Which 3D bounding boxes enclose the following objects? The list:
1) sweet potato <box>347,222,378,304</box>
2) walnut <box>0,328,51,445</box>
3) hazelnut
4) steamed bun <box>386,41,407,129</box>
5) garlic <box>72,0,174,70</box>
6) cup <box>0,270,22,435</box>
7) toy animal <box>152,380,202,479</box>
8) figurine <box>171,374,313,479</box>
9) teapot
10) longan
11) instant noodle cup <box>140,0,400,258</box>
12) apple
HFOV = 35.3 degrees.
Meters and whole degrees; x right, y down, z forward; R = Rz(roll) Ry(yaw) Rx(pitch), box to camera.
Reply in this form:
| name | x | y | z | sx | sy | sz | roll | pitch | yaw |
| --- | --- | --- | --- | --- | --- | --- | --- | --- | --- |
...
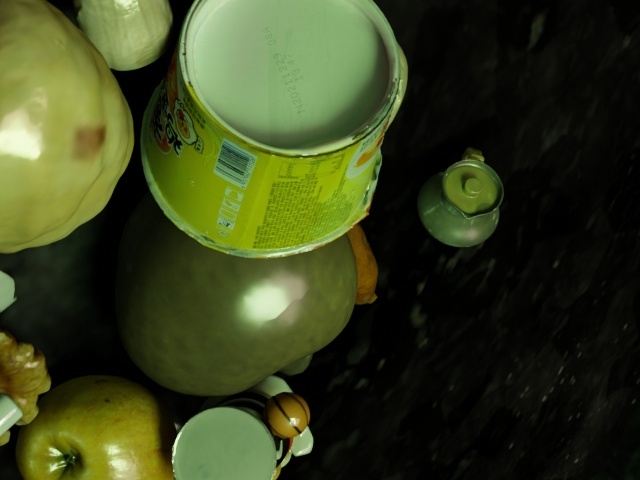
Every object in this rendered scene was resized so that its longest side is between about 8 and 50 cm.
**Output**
| name | x | y | z | sx | sy | sz | roll | pitch | yaw |
| --- | --- | --- | --- | --- | --- | --- | --- | --- | --- |
| sweet potato | 0.004 | 0.003 | 1.371 | 0.112 | 0.112 | 0.359 | -51 | 140 | -7 |
| walnut | -0.373 | 0.150 | 1.087 | 0.143 | 0.069 | 0.170 | -39 | 137 | -17 |
| hazelnut | -0.285 | -0.113 | 0.857 | 0.261 | 0.261 | 0.241 | 13 | 85 | -52 |
| steamed bun | 0.009 | -0.167 | 1.213 | 0.238 | 0.152 | 0.170 | -56 | 142 | -6 |
| garlic | -0.182 | -0.210 | 0.902 | 0.087 | 0.101 | 0.195 | -23 | 169 | -7 |
| cup | -0.385 | 0.070 | 0.942 | 0.173 | 0.167 | 0.299 | -44 | 115 | -23 |
| toy animal | -0.185 | 0.229 | 1.344 | 0.269 | 0.082 | 0.137 | -57 | 144 | -5 |
| figurine | -0.087 | 0.238 | 1.229 | 0.176 | 0.133 | 0.236 | -29 | 176 | 2 |
| teapot | 0.220 | -0.073 | 1.545 | 0.119 | 0.130 | 0.165 | 114 | -8 | -64 |
| longan | -0.101 | 0.056 | 1.162 | 0.243 | 0.300 | 0.300 | -74 | 162 | -45 |
| instant noodle cup | -0.046 | -0.134 | 0.986 | 0.264 | 0.264 | 0.200 | -40 | 171 | -21 |
| apple | -0.264 | 0.244 | 1.184 | 0.182 | 0.182 | 0.155 | -61 | 161 | 6 |
